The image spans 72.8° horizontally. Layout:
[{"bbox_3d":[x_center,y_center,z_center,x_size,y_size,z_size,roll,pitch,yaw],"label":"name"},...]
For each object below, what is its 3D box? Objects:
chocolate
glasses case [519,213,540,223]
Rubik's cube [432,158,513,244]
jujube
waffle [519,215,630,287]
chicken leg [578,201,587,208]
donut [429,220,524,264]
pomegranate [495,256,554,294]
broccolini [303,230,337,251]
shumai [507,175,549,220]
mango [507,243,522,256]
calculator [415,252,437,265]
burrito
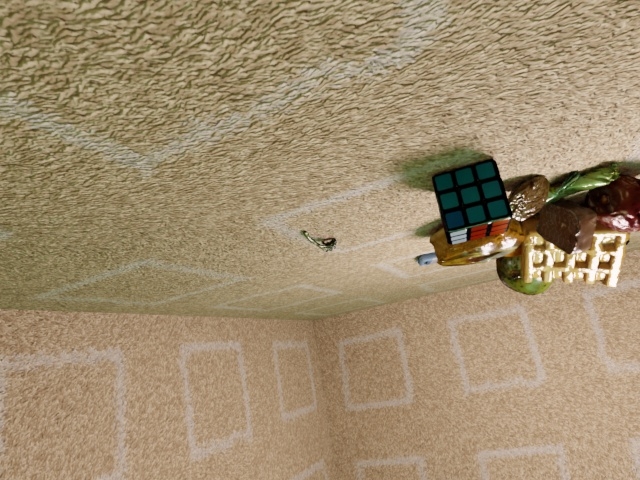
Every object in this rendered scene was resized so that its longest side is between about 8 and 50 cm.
[{"bbox_3d":[0.792,-0.056,1.395,0.093,0.149,0.214,-11,-155,-5],"label":"chocolate"},{"bbox_3d":[0.845,-0.065,1.682,0.234,0.064,0.079,8,156,-43],"label":"glasses case"},{"bbox_3d":[0.391,-0.094,1.132,0.160,0.162,0.163,-15,165,15],"label":"Rubik's cube"},{"bbox_3d":[0.946,-0.112,1.365,0.243,0.184,0.183,1,161,-32],"label":"jujube"},{"bbox_3d":[0.917,0.041,1.591,0.348,0.078,0.304,0,135,23],"label":"waffle"},{"bbox_3d":[0.965,-0.104,1.599,0.205,0.093,0.053,-31,117,29],"label":"chicken leg"},{"bbox_3d":[0.575,0.004,1.594,0.329,0.160,0.330,-9,156,-4],"label":"donut"},{"bbox_3d":[0.983,0.085,2.015,0.340,0.285,0.285,-31,176,-30],"label":"pomegranate"},{"bbox_3d":[0.002,0.007,1.455,0.054,0.052,0.194,-21,161,23],"label":"broccolini"},{"bbox_3d":[0.598,-0.128,1.290,0.123,0.139,0.105,42,166,-35],"label":"shumai"},{"bbox_3d":[0.821,0.003,1.801,0.252,0.126,0.153,0,173,-34],"label":"mango"},{"bbox_3d":[0.558,0.083,2.077,0.210,0.039,0.121,-10,163,3],"label":"calculator"},{"bbox_3d":[0.739,-0.160,1.318,0.288,0.054,0.104,-21,159,39],"label":"burrito"}]
